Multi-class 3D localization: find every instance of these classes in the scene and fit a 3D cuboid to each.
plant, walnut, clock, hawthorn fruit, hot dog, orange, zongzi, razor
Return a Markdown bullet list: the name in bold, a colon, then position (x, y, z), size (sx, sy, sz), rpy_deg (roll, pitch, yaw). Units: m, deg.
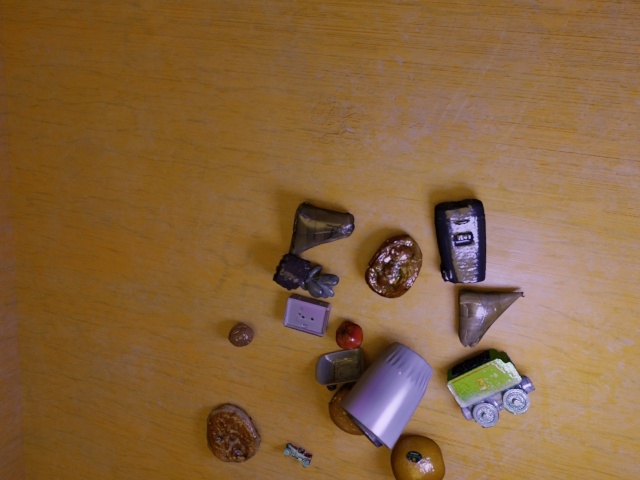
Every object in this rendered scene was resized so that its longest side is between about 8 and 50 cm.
- **plant**: position (-0.060, 0.162, 1.763), size (0.274, 0.149, 0.146), rpy_deg (21, 151, -8)
- **walnut**: position (-0.370, 0.443, 1.915), size (0.124, 0.105, 0.105), rpy_deg (-22, 96, 2)
- **clock**: position (-0.059, 0.330, 1.830), size (0.191, 0.071, 0.147), rpy_deg (13, 105, 11)
- **hawthorn fruit**: position (0.129, 0.423, 1.779), size (0.125, 0.125, 0.140), rpy_deg (-21, 94, 17)
- **hot dog**: position (0.301, 0.108, 1.671), size (0.196, 0.122, 0.272), rpy_deg (34, 109, 5)
- **orange**: position (0.420, 0.966, 1.776), size (0.235, 0.236, 0.237), rpy_deg (3, 102, 13)
- **zongzi**: position (0.000, 0.000, 1.735), size (0.259, 0.123, 0.290), rpy_deg (13, 120, 4)
- **razor**: position (0.547, 0.006, 1.594), size (0.188, 0.107, 0.328), rpy_deg (-5, 102, 14)
- **zongzi**: position (0.678, 0.308, 1.637), size (0.255, 0.115, 0.229), rpy_deg (-4, 105, 4)

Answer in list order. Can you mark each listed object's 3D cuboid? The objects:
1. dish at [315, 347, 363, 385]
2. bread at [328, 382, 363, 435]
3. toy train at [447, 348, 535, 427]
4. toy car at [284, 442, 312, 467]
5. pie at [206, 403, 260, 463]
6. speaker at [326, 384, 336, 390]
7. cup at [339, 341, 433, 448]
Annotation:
- **dish**: position (0.088, 0.578, 1.828), size (0.233, 0.154, 0.064), rpy_deg (-14, 134, 16)
- **bread**: position (0.156, 0.754, 1.833), size (0.239, 0.139, 0.240), rpy_deg (3, 103, 13)
- **toy train**: position (0.684, 0.591, 1.662), size (0.307, 0.173, 0.249), rpy_deg (-33, 84, 18)
- **toy car**: position (-0.110, 1.041, 1.996), size (0.143, 0.073, 0.054), rpy_deg (28, 91, 7)
- **pie**: position (-0.445, 0.982, 2.056), size (0.314, 0.092, 0.316), rpy_deg (2, 101, 12)
- **speaker**: position (0.043, 0.649, 1.889), size (0.075, 0.060, 0.095), rpy_deg (2, 137, 13)
- **cup**: position (0.269, 0.617, 1.655), size (0.253, 0.253, 0.372), rpy_deg (39, 73, 3)
